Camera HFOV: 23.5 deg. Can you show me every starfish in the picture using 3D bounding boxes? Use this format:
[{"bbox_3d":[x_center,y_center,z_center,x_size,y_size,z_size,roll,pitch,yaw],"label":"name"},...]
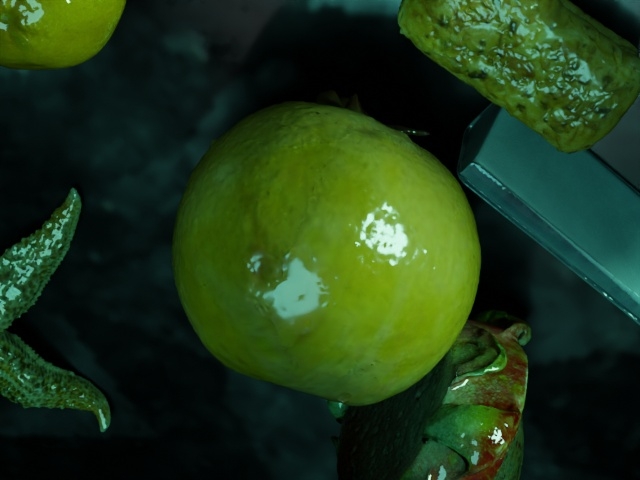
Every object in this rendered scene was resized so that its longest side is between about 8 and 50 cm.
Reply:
[{"bbox_3d":[-0.380,0.069,1.539,0.347,0.078,0.358,-6,120,17],"label":"starfish"}]

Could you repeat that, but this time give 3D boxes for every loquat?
[{"bbox_3d":[0.000,0.000,1.323,0.275,0.275,0.275,5,122,7],"label":"loquat"}]

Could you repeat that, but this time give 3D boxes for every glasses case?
[{"bbox_3d":[0.235,-0.012,1.370,0.266,0.105,0.056,38,146,-13],"label":"glasses case"}]

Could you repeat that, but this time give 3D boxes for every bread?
[{"bbox_3d":[0.167,-0.164,1.287,0.211,0.083,0.114,33,125,-9],"label":"bread"}]

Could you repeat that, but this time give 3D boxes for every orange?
[{"bbox_3d":[-0.244,-0.215,1.296,0.159,0.136,0.159,6,122,10],"label":"orange"}]

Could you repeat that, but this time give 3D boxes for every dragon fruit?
[{"bbox_3d":[0.100,0.180,1.421,0.130,0.295,0.268,26,91,-19],"label":"dragon fruit"}]
